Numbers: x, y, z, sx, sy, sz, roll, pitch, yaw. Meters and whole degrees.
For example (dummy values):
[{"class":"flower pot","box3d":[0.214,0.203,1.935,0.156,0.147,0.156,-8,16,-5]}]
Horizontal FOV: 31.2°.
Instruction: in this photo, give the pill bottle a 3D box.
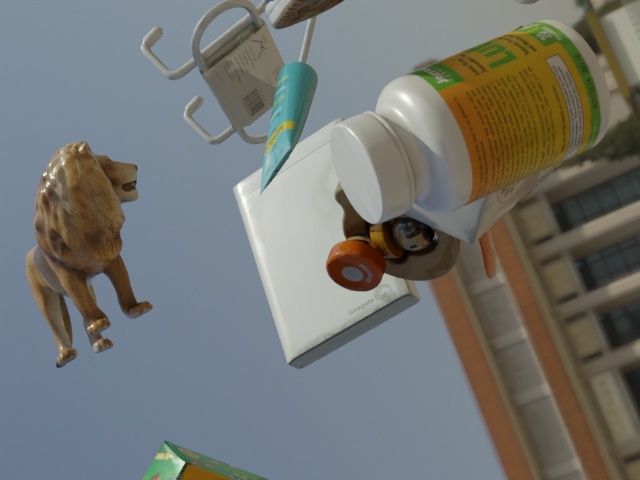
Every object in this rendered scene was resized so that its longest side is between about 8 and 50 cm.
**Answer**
[{"class":"pill bottle","box3d":[0.139,-0.108,1.090,0.136,0.246,0.136,55,160,32]}]

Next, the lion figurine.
[{"class":"lion figurine","box3d":[-0.356,0.033,1.624,0.142,0.392,0.240,-23,-98,-38]}]

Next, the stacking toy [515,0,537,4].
[{"class":"stacking toy","box3d":[0.402,-0.465,1.633,0.141,0.330,0.141,59,169,18]}]

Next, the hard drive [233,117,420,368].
[{"class":"hard drive","box3d":[0.000,0.000,1.845,0.047,0.233,0.353,32,-148,-52]}]

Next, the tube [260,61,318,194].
[{"class":"tube","box3d":[-0.041,-0.148,1.447,0.052,0.080,0.207,21,-138,-10]}]

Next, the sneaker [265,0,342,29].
[{"class":"sneaker","box3d":[-0.003,-0.314,1.028,0.099,0.282,0.153,-29,-95,-30]}]

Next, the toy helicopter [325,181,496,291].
[{"class":"toy helicopter","box3d":[0.134,-0.067,1.549,0.355,0.235,0.140,88,-162,-48]}]

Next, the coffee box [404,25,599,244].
[{"class":"coffee box","box3d":[0.219,-0.139,1.411,0.297,0.119,0.168,-35,-35,-51]}]

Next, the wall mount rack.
[{"class":"wall mount rack","box3d":[-0.101,-0.306,1.712,0.130,0.304,0.350,47,173,25]}]

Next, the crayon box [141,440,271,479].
[{"class":"crayon box","box3d":[-0.153,0.422,1.704,0.278,0.165,0.081,30,179,-38]}]
